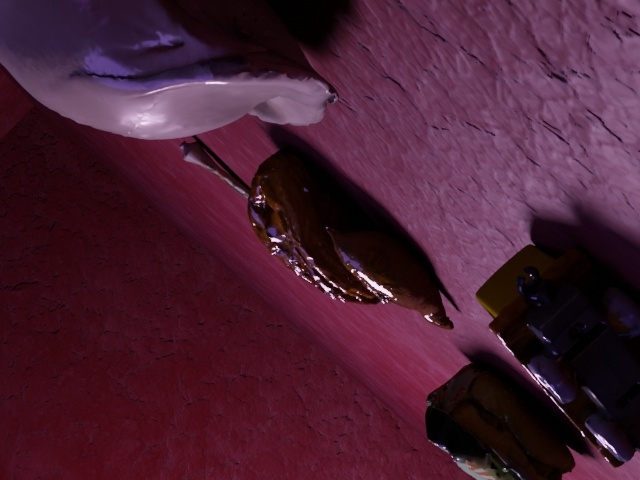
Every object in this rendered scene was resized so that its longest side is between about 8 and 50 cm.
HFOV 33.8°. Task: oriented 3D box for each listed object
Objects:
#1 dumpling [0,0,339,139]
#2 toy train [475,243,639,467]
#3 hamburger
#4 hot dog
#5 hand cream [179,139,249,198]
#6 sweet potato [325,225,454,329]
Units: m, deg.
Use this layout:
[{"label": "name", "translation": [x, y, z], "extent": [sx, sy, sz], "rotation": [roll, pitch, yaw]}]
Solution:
[{"label": "dumpling", "translation": [-0.121, -0.161, 0.816], "extent": [0.341, 0.181, 0.260], "rotation": [-1, 169, 34]}, {"label": "toy train", "translation": [0.202, 0.085, 0.805], "extent": [0.219, 0.089, 0.127], "rotation": [46, -179, -26]}, {"label": "hamburger", "translation": [0.243, 0.263, 1.368], "extent": [0.214, 0.125, 0.235], "rotation": [36, 175, 0]}, {"label": "hot dog", "translation": [0.001, -0.002, 1.229], "extent": [0.227, 0.099, 0.160], "rotation": [42, 174, -20]}, {"label": "hand cream", "translation": [-0.152, -0.101, 1.651], "extent": [0.165, 0.037, 0.057], "rotation": [38, 173, -17]}, {"label": "sweet potato", "translation": [0.095, 0.047, 1.172], "extent": [0.226, 0.068, 0.068], "rotation": [38, 175, -34]}]
